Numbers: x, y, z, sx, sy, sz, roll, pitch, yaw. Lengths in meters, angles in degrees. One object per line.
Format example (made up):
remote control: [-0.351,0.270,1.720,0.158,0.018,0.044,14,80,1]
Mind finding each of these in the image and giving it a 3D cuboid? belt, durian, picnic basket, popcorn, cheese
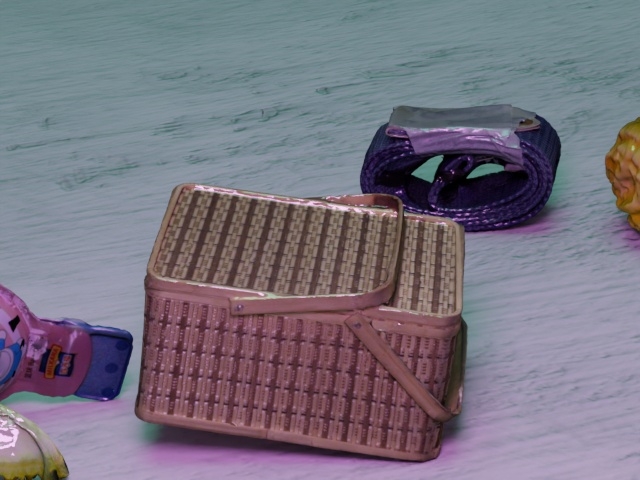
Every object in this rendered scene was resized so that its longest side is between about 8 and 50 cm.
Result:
belt: [0.167,-0.095,2.362,0.230,0.140,0.126,-1,25,13]
durian: [-0.416,0.164,1.878,0.375,0.132,0.106,20,35,10]
picnic basket: [-0.009,0.067,1.929,0.312,0.175,0.228,8,26,2]
popcorn: [0.413,-0.077,2.267,0.170,0.180,0.180,46,37,2]
cheese: [-0.330,0.107,1.964,0.286,0.189,0.074,9,36,-16]
